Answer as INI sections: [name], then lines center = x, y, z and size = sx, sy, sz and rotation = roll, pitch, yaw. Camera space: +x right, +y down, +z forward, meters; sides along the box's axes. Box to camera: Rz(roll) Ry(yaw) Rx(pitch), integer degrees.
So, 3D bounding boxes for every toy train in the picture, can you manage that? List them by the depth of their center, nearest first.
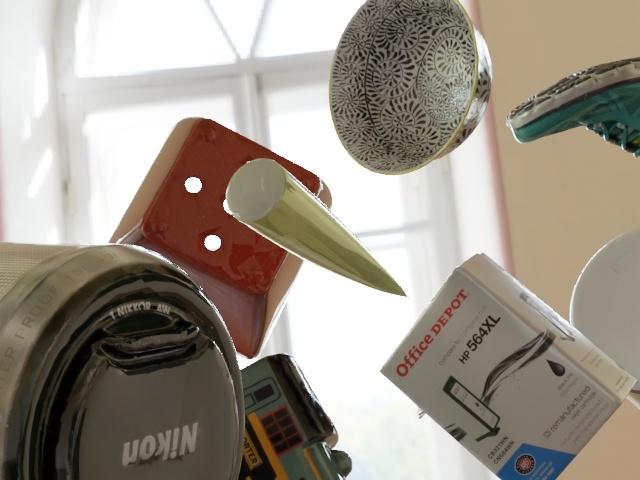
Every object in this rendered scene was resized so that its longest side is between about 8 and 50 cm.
[toy train]
center = -0.043, 0.261, 1.104
size = 0.190, 0.334, 0.142
rotation = -28, -19, -2

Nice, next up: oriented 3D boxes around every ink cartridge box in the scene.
[ink cartridge box]
center = 0.182, 0.134, 1.232
size = 0.148, 0.203, 0.086
rotation = -56, -14, 22

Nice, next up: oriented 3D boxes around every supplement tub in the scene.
[supplement tub]
center = 0.497, 0.137, 1.678
size = 0.228, 0.228, 0.316
rotation = -13, -32, 32

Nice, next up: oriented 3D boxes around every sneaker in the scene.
[sneaker]
center = 0.322, -0.129, 1.238
size = 0.275, 0.110, 0.107
rotation = -11, 4, -8

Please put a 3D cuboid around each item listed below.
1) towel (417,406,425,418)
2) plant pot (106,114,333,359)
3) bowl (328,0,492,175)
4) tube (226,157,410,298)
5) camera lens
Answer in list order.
[towel]
center = 0.125, 0.162, 1.392
size = 0.009, 0.060, 0.083
rotation = 11, -24, -12
[plant pot]
center = -0.134, -0.023, 1.696
size = 0.267, 0.267, 0.236
rotation = 27, -15, -3
[bowl]
center = 0.094, -0.138, 1.096
size = 0.080, 0.170, 0.170
rotation = 4, -14, -45
[tube]
center = 0.000, 0.000, 1.170
size = 0.062, 0.070, 0.240
rotation = -26, -31, 19
[camera lens]
center = -0.201, 0.110, 0.755
size = 0.274, 0.219, 0.219
rotation = 1, -5, 33
